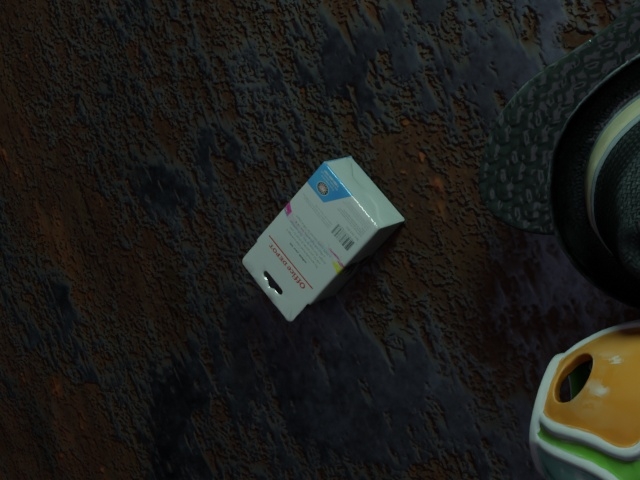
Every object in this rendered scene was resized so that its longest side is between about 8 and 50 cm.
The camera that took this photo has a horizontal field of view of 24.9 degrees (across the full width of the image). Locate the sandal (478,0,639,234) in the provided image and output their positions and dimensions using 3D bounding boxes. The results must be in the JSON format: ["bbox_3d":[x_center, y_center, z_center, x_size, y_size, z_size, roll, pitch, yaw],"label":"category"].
[{"bbox_3d":[0.342,-0.169,1.429,0.446,0.107,0.167,-47,73,19],"label":"sandal"}]

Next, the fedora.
[{"bbox_3d":[0.377,-0.032,1.314,0.334,0.152,0.334,2,117,4],"label":"fedora"}]

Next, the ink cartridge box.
[{"bbox_3d":[0.000,0.000,1.709,0.104,0.062,0.181,51,123,14],"label":"ink cartridge box"}]

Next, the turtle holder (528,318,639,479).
[{"bbox_3d":[0.342,0.199,1.416,0.227,0.320,0.243,9,85,27],"label":"turtle holder"}]
